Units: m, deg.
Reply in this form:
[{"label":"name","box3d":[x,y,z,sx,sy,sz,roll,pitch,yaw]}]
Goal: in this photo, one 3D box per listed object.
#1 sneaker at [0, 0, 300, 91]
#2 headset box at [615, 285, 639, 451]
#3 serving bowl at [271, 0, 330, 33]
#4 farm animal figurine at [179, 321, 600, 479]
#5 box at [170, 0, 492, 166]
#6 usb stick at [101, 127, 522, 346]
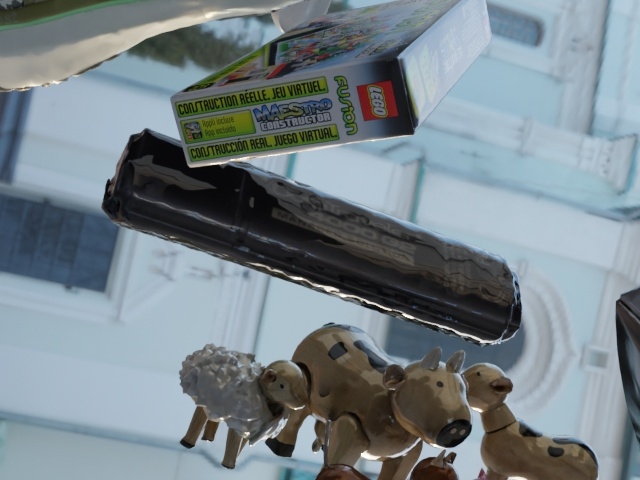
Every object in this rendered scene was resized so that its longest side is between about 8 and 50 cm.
[{"label":"sneaker","box3d":[-0.102,-0.241,0.679,0.158,0.410,0.182,-108,176,-48]},{"label":"headset box","box3d":[0.235,0.057,0.255,0.218,0.293,0.110,55,-11,52]},{"label":"serving bowl","box3d":[-0.024,-0.259,1.101,0.027,0.083,0.083,35,-63,31]},{"label":"farm animal figurine","box3d":[0.084,0.164,0.931,0.326,0.330,0.172,26,-81,40]},{"label":"box","box3d":[0.017,-0.093,0.550,0.207,0.114,0.036,-50,130,-62]},{"label":"usb stick","box3d":[0.000,0.000,0.665,0.077,0.278,0.045,-86,-161,-48]}]
